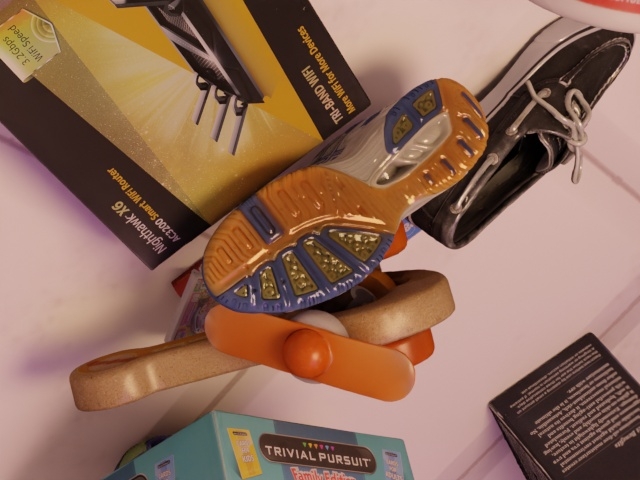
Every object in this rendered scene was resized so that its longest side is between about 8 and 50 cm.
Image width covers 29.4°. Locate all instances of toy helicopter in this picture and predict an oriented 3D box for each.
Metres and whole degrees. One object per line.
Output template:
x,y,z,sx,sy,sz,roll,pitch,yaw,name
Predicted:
-0.051,0.096,1.096,0.355,0.235,0.140,-15,101,-3,toy helicopter

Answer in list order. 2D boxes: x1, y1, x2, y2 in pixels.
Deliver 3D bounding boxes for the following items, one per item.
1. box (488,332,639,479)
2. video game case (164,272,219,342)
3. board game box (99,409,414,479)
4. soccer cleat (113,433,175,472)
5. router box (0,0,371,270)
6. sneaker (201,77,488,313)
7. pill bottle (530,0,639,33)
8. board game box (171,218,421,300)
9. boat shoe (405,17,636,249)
0.405,0.333,1.621,0.183,0.294,0.296,-34,140,-2,box
-0.086,0.068,1.203,0.122,0.011,0.087,2,126,-36,video game case
-0.111,0.279,1.202,0.254,0.079,0.336,17,139,-44,board game box
-0.087,0.255,1.348,0.289,0.093,0.121,2,144,-33,soccer cleat
-0.127,-0.145,0.961,0.243,0.081,0.309,-37,139,1,router box
0.017,-0.028,1.074,0.296,0.112,0.131,-34,-174,-21,sneaker
0.265,-0.362,0.933,0.210,0.210,0.363,-11,133,-27,pill bottle
0.000,0.000,1.229,0.281,0.027,0.145,-37,138,0,board game box
0.212,-0.110,1.195,0.306,0.105,0.113,-38,138,-13,boat shoe
